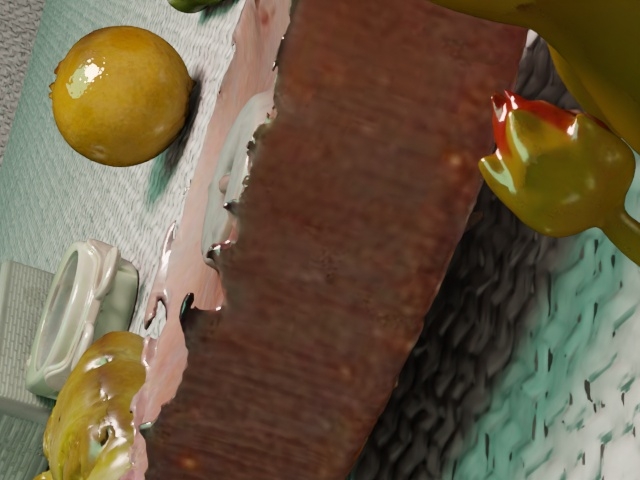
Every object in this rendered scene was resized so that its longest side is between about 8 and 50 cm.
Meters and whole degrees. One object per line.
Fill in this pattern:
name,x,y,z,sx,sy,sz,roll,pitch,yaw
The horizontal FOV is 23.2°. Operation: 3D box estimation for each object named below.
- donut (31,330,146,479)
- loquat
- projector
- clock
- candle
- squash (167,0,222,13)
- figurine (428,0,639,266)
donut,-0.094,0.177,0.822,0.261,0.128,0.208,-104,35,-62
loquat,-0.186,-0.136,1.461,0.141,0.141,0.141,-161,90,-74
projector,-0.328,0.169,1.645,0.256,0.099,0.192,-101,34,-58
clock,-0.220,0.075,1.459,0.191,0.062,0.151,162,126,-69
candle,0.000,0.000,0.713,0.317,0.131,0.287,125,163,-67
squash,-0.115,-0.245,1.488,0.183,0.052,0.052,-161,90,-75
figurine,0.076,-0.056,0.434,0.122,0.176,0.121,-61,7,-31
